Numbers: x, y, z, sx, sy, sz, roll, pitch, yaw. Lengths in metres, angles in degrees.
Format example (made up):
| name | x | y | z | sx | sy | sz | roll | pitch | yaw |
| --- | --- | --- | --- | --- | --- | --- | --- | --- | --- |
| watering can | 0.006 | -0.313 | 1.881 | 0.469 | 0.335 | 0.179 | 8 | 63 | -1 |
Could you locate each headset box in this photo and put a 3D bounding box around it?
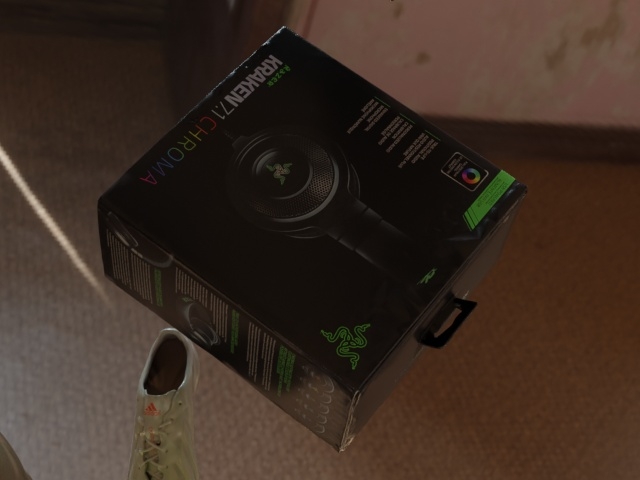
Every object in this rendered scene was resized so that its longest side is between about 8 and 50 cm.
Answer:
| name | x | y | z | sx | sy | sz | roll | pitch | yaw |
| --- | --- | --- | --- | --- | --- | --- | --- | --- | --- |
| headset box | 0.000 | 0.000 | 1.066 | 0.283 | 0.131 | 0.246 | 36 | 63 | 15 |

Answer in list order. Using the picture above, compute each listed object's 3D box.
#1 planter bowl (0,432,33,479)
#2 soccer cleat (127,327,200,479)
| name | x | y | z | sx | sy | sz | roll | pitch | yaw |
| --- | --- | --- | --- | --- | --- | --- | --- | --- | --- |
| planter bowl | -0.278 | 0.155 | 0.819 | 0.162 | 0.109 | 0.162 | -13 | 25 | 6 |
| soccer cleat | -0.143 | 0.174 | 1.140 | 0.068 | 0.076 | 0.196 | -2 | 62 | 4 |
